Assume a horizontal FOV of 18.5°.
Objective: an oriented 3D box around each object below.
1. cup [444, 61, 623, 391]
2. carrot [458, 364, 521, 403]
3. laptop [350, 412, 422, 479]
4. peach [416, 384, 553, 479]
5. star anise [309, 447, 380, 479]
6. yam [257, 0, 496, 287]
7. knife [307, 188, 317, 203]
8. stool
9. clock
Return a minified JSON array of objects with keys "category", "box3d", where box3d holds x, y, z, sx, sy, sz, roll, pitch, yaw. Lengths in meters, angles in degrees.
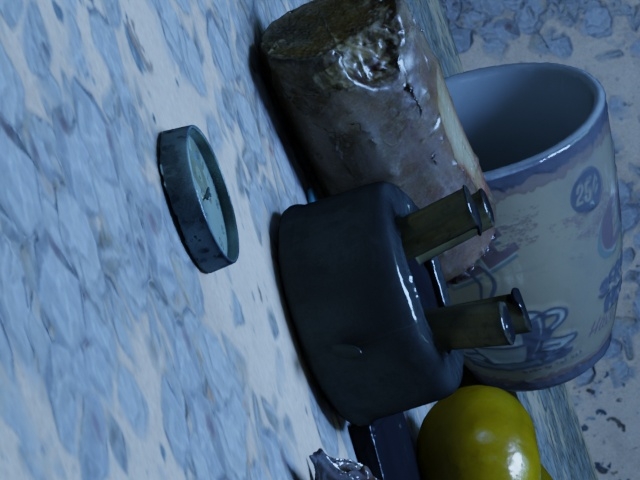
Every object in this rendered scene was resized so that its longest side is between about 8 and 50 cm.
[{"category":"cup","box3d":[0.147,-0.012,1.810,0.301,0.227,0.257,33,-37,55]},{"category":"carrot","box3d":[0.153,0.135,1.894,0.342,0.070,0.070,-100,169,-66]},{"category":"laptop","box3d":[0.061,0.185,1.436,0.197,0.016,0.135,-13,87,-80]},{"category":"peach","box3d":[0.139,0.204,1.579,0.179,0.103,0.179,-17,90,-84]},{"category":"star anise","box3d":[0.025,0.164,1.175,0.124,0.056,0.129,46,-10,50]},{"category":"yam","box3d":[0.042,-0.081,1.486,0.128,0.129,0.238,-81,150,-48]},{"category":"knife","box3d":[0.000,0.000,1.445,0.014,0.005,0.091,51,23,-52]},{"category":"stool","box3d":[0.054,0.018,1.332,0.228,0.139,0.153,-94,160,-49]},{"category":"clock","box3d":[-0.066,-0.024,1.090,0.085,0.017,0.085,-17,90,-80]}]
